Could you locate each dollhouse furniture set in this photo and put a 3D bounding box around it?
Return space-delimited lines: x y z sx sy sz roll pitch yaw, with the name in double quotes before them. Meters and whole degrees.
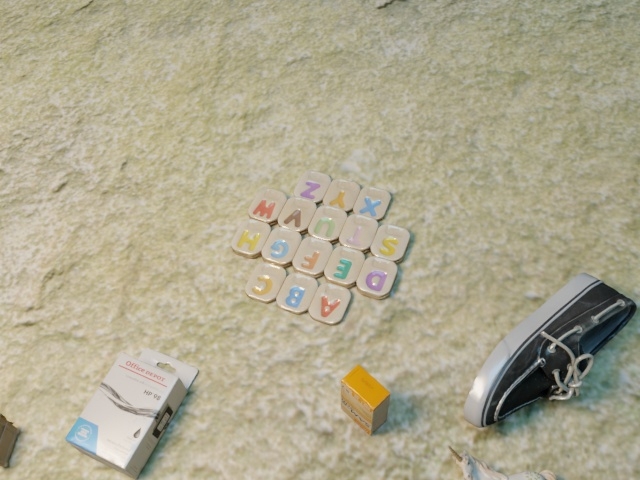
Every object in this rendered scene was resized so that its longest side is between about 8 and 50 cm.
"dollhouse furniture set" -0.479 0.317 0.937 0.059 0.076 0.151 4 58 6

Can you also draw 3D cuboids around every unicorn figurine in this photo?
"unicorn figurine" 0.242 0.332 0.891 0.162 0.060 0.111 3 55 -13

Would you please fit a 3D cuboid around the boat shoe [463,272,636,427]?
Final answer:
"boat shoe" 0.331 0.168 0.955 0.306 0.113 0.105 -33 46 -27

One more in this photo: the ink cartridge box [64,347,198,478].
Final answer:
"ink cartridge box" -0.269 0.236 0.983 0.104 0.060 0.180 19 60 16

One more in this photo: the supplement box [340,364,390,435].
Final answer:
"supplement box" 0.061 0.224 0.944 0.036 0.098 0.062 -39 61 -24

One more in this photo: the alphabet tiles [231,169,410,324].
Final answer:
"alphabet tiles" 0.000 0.000 1.143 0.284 0.021 0.278 17 60 14
